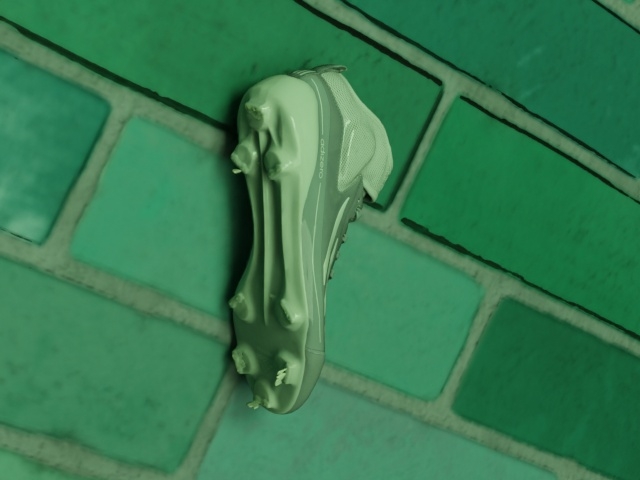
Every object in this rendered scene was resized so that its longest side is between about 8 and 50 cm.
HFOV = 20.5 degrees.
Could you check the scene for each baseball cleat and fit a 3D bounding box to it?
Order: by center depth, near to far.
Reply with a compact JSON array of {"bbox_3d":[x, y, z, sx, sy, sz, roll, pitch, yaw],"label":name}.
[{"bbox_3d":[0.000,0.000,1.032,0.109,0.072,0.206,-19,122,-40],"label":"baseball cleat"}]
